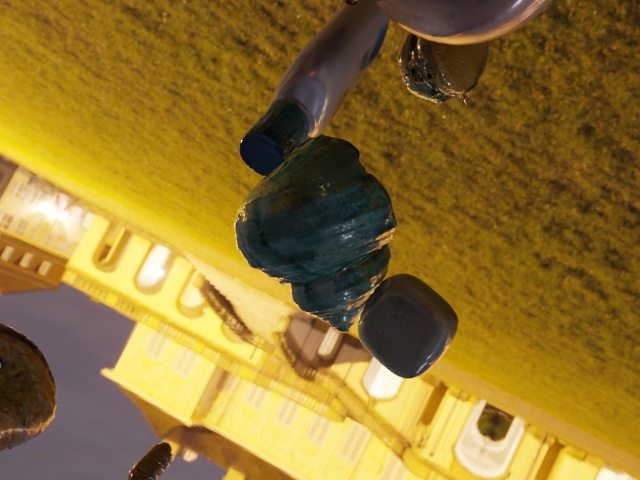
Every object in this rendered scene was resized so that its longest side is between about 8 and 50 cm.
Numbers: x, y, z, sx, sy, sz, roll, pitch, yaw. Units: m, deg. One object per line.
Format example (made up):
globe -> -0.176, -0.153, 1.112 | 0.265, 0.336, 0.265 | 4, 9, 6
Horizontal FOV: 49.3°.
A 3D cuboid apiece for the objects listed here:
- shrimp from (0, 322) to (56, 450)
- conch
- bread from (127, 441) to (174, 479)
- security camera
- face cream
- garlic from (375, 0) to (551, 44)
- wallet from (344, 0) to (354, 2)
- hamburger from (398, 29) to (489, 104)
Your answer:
shrimp -> -0.321, 0.137, 0.636 | 0.223, 0.047, 0.126 | 4, -115, -75
conch -> 0.000, 0.004, 0.727 | 0.196, 0.134, 0.202 | 22, 156, 54
bread -> -0.272, 0.367, 1.130 | 0.033, 0.088, 0.049 | 21, 143, 42
security camera -> 0.084, 0.089, 1.152 | 0.301, 0.157, 0.080 | 41, -159, 16
face cream -> -0.004, -0.204, 0.923 | 0.080, 0.337, 0.163 | 30, 137, 1
garlic -> 0.112, -0.349, 0.756 | 0.340, 0.231, 0.246 | 19, 172, 7
wallet -> 0.008, -0.312, 0.791 | 0.110, 0.031, 0.198 | 42, -165, -11
hamburger -> 0.246, -0.389, 1.394 | 0.189, 0.215, 0.122 | 16, 174, -37
